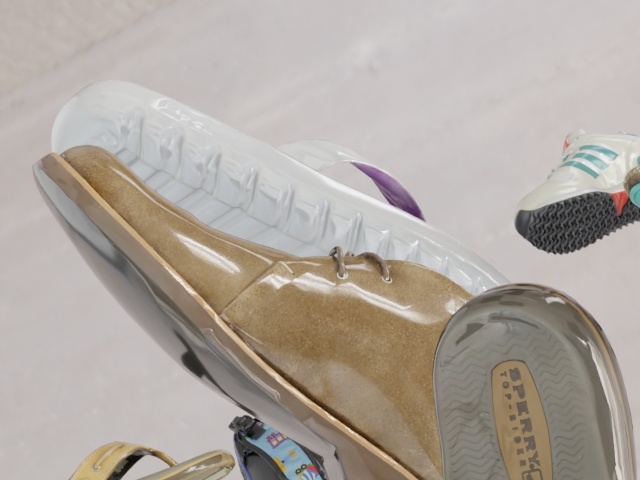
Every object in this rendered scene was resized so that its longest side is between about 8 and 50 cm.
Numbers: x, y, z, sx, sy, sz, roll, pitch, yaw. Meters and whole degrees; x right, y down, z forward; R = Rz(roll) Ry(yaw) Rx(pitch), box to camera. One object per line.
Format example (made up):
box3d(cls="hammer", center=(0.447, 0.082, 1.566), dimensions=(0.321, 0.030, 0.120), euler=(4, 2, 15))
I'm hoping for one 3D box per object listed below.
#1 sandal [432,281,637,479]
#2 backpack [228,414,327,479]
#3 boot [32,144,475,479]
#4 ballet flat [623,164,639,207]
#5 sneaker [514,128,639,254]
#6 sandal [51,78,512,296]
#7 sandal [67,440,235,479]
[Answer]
box3d(cls="sandal", center=(0.080, 0.119, 0.531), dimensions=(0.090, 0.060, 0.219), euler=(-17, 79, 28))
box3d(cls="backpack", center=(0.028, 0.196, 1.278), dimensions=(0.158, 0.117, 0.173), euler=(-26, 40, -3))
box3d(cls="boot", center=(-0.007, 0.039, 0.821), dimensions=(0.115, 0.305, 0.112), euler=(-51, 4, -12))
box3d(cls="ballet flat", center=(0.296, -0.039, 1.050), dimensions=(0.073, 0.206, 0.067), euler=(121, 160, -69))
box3d(cls="sneaker", center=(0.191, -0.042, 1.207), dimensions=(0.161, 0.057, 0.075), euler=(-19, 47, -32))
box3d(cls="sandal", center=(0.007, -0.008, 1.177), dimensions=(0.169, 0.416, 0.102), euler=(-51, 9, 48))
box3d(cls="sandal", center=(-0.146, 0.160, 1.073), dimensions=(0.180, 0.072, 0.049), euler=(-14, 76, -1))
